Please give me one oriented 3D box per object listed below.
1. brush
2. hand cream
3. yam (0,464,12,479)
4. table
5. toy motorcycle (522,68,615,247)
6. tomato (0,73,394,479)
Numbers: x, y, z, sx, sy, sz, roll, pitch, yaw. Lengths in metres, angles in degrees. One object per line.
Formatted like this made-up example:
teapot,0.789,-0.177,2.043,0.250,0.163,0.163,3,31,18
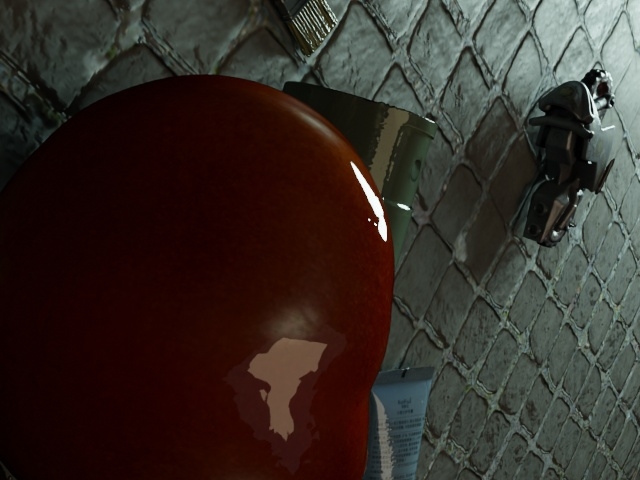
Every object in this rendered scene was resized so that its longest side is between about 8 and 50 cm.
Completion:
brush,-0.033,-0.210,0.691,0.043,0.014,0.170,-54,137,-19
hand cream,0.068,0.264,0.980,0.091,0.058,0.272,1,101,-37
yam,-0.224,0.185,0.449,0.128,0.238,0.129,-31,103,-2
table,0.000,0.000,0.726,0.126,0.126,0.220,12,95,-52
toy motorcycle,0.284,-0.093,1.075,0.122,0.080,0.215,1,108,-51
tomato,-0.088,0.047,0.537,0.226,0.298,0.299,7,102,-10
